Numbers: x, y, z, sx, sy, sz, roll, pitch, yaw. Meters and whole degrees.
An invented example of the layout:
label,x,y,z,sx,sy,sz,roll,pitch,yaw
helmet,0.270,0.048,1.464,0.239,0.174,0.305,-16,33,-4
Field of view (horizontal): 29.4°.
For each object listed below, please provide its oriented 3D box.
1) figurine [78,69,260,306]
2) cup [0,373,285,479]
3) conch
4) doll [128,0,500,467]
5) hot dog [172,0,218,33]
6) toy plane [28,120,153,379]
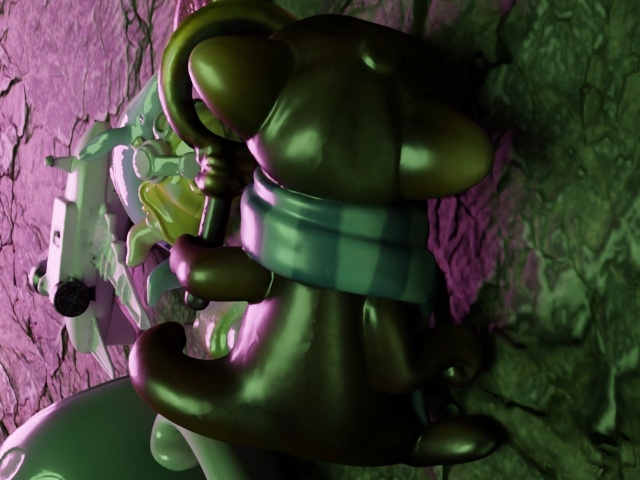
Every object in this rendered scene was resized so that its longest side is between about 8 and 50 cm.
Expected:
label,x,y,z,sx,sy,sz,roll,pitch,yaw
figurine,-0.120,-0.050,1.071,0.184,0.128,0.208,10,114,47
cup,-0.127,0.247,1.021,0.274,0.259,0.356,66,150,19
conch,-0.074,0.077,1.083,0.180,0.065,0.088,15,112,60
doll,0.001,-0.001,0.893,0.318,0.209,0.339,14,115,15
hot dog,-0.085,-0.194,1.044,0.090,0.060,0.140,34,133,40
toy plane,-0.236,0.006,1.242,0.251,0.101,0.255,28,120,58
